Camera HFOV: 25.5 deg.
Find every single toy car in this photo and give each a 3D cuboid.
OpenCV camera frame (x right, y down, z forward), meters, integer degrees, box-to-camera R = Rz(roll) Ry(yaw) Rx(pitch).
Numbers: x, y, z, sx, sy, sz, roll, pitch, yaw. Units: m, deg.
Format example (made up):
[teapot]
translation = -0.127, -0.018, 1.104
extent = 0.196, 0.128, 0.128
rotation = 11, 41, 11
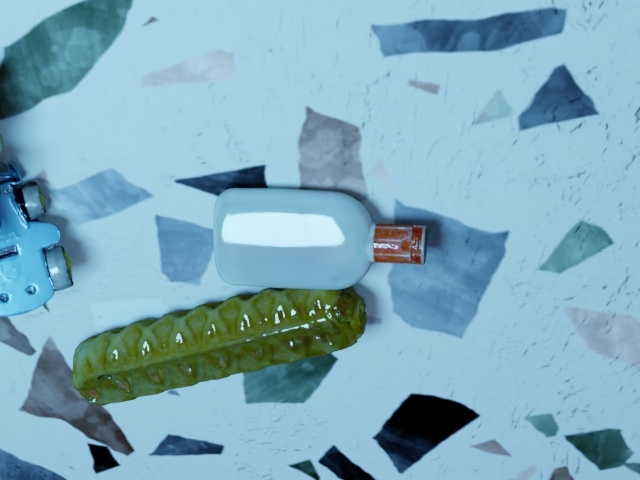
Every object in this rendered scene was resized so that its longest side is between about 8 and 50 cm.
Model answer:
[toy car]
translation = -0.346, 0.001, 1.542
extent = 0.126, 0.098, 0.161
rotation = -17, 94, -8

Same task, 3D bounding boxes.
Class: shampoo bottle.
[shampoo bottle]
translation = 0.000, 0.000, 1.473
extent = 0.221, 0.051, 0.108
rotation = 3, 107, 10

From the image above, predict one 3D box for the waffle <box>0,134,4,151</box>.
[waffle]
translation = -0.468, -0.099, 1.429
extent = 0.309, 0.056, 0.291
rotation = -4, 98, 14

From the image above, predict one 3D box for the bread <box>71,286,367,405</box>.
[bread]
translation = -0.119, 0.113, 1.576
extent = 0.368, 0.084, 0.077
rotation = -15, 163, 22
